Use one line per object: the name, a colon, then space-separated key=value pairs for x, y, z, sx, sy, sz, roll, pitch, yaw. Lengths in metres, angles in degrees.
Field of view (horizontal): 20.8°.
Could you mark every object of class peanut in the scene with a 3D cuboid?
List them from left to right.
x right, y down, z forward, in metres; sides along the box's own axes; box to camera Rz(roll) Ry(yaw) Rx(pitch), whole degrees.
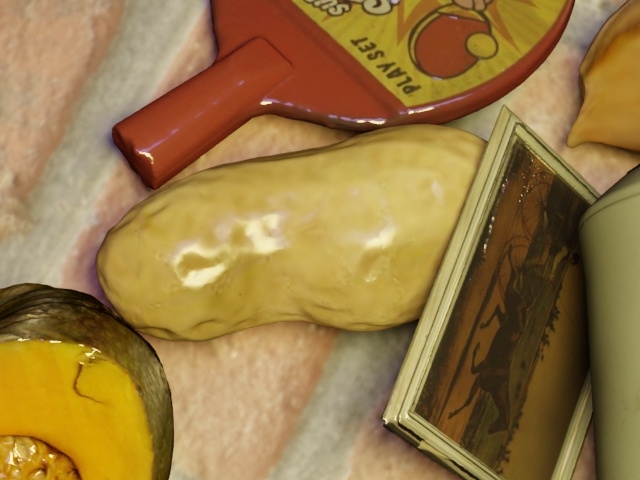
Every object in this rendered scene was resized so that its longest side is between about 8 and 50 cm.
peanut: x=0.000 y=0.000 z=1.240 sx=0.319 sy=0.147 sz=0.147 roll=-11 pitch=71 yaw=-13

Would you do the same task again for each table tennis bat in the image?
table tennis bat: x=0.018 y=-0.174 z=1.341 sx=0.415 sy=0.051 sz=0.268 roll=-36 pitch=66 yaw=-19

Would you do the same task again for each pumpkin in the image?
pumpkin: x=-0.256 y=0.118 z=1.133 sx=0.317 sy=0.139 sz=0.221 roll=-9 pitch=108 yaw=-5

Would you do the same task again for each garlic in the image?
garlic: x=0.364 y=-0.090 z=1.330 sx=0.338 sy=0.151 sz=0.196 roll=28 pitch=97 yaw=-2

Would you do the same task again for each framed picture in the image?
framed picture: x=0.149 y=0.059 z=1.232 sx=0.197 sy=0.014 sz=0.252 roll=38 pitch=64 yaw=-36

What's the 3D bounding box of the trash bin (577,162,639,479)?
trash bin: x=0.312 y=0.133 z=1.149 sx=0.280 sy=0.280 sz=0.432 roll=3 pitch=73 yaw=-4
